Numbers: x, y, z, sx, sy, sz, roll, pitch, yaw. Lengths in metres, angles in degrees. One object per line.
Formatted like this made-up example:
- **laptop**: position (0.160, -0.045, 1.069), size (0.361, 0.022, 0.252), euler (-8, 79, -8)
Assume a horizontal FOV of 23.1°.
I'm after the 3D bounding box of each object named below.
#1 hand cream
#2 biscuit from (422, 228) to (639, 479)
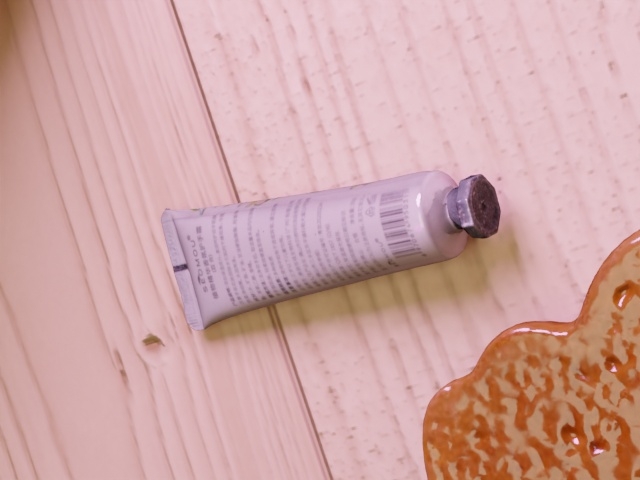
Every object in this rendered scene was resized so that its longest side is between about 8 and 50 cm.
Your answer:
- **hand cream**: position (0.000, 0.000, 0.778), size (0.194, 0.042, 0.067), euler (-11, 99, 37)
- **biscuit**: position (0.198, 0.080, 0.661), size (0.333, 0.047, 0.202), euler (-15, 84, 29)
